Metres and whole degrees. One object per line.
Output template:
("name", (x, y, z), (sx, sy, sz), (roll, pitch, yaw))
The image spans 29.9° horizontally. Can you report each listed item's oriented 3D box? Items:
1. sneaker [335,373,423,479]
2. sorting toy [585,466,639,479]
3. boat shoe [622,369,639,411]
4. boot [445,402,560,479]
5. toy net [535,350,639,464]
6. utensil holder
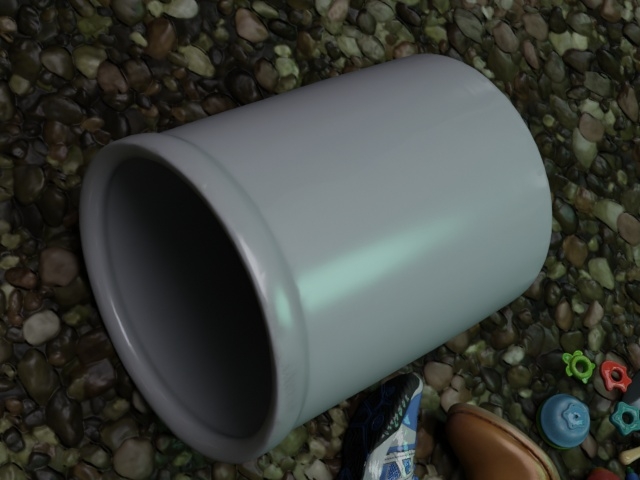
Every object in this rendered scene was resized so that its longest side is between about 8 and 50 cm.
("sneaker", (0.071, 0.250, 1.338), (0.081, 0.080, 0.211), (31, 70, -23))
("sorting toy", (0.372, 0.311, 1.494), (0.102, 0.061, 0.042), (38, 25, -20))
("boat shoe", (0.473, 0.185, 1.579), (0.183, 0.065, 0.083), (-40, 95, -32))
("boot", (0.184, 0.348, 1.355), (0.220, 0.109, 0.283), (-39, 101, -29))
("toy net", (0.389, 0.229, 1.502), (0.232, 0.045, 0.122), (23, 66, -8))
("utensil holder", (0.000, 0.000, 1.241), (0.385, 0.327, 0.328), (-24, 85, -36))
